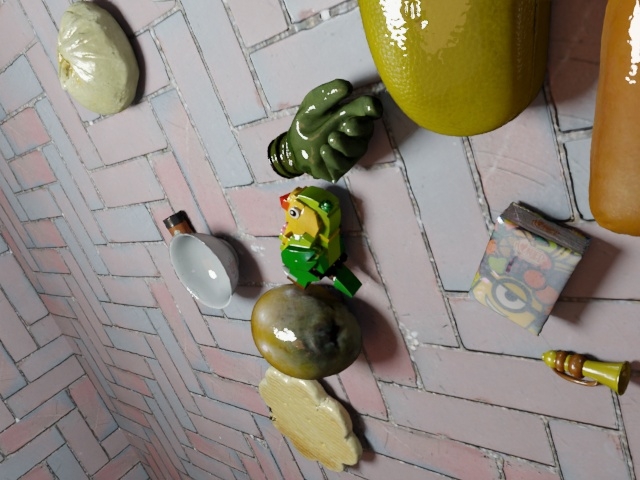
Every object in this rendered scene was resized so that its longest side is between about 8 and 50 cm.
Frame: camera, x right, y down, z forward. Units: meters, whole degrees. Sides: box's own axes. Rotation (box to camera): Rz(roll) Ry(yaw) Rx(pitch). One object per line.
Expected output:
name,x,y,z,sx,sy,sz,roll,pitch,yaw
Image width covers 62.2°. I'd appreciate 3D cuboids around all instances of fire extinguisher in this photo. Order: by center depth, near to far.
fire extinguisher,-0.298,0.018,1.232,0.062,0.050,0.177,-21,105,26

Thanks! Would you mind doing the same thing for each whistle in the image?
whistle,0.362,0.175,0.725,0.109,0.057,0.046,6,78,52

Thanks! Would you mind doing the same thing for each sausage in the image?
sausage,0.312,-0.127,0.489,0.105,0.105,0.274,14,127,37

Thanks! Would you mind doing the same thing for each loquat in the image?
loquat,-0.027,0.169,0.985,0.228,0.179,0.179,17,129,40

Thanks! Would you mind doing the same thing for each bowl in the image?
bowl,-0.237,0.049,1.163,0.189,0.086,0.188,22,129,29

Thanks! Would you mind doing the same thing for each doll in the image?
doll,-0.007,-0.002,0.887,0.135,0.106,0.186,11,125,32

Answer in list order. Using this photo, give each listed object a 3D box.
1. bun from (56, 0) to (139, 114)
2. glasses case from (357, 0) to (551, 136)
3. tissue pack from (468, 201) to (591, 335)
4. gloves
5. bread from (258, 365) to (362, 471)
bun,-0.460,-0.351,1.051,0.223,0.127,0.222,27,137,29
glasses case,0.124,-0.287,0.520,0.173,0.141,0.370,15,128,37
tissue pack,0.265,0.038,0.688,0.109,0.060,0.148,30,136,23
gloves,0.010,-0.149,0.764,0.268,0.107,0.135,-4,108,65
bread,-0.029,0.419,1.264,0.316,0.054,0.315,26,134,30
